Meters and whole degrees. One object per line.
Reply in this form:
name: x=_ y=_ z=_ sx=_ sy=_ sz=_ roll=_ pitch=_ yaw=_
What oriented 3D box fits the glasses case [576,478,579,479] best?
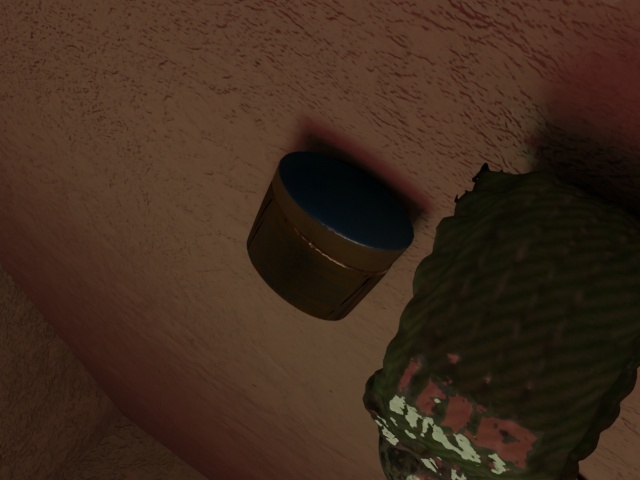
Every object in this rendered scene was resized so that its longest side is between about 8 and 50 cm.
glasses case: x=0.235 y=0.331 z=1.344 sx=0.128 sy=0.083 sz=0.308 roll=40 pitch=161 yaw=4

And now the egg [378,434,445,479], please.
egg: x=0.131 y=0.240 z=1.269 sx=0.132 sy=0.132 sz=0.172 roll=48 pitch=171 yaw=-20

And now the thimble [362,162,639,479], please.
thimble: x=0.137 y=0.065 z=0.747 sx=0.150 sy=0.219 sz=0.219 roll=29 pitch=158 yaw=20

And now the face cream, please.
face cream: x=0.000 y=0.000 z=1.083 sx=0.139 sy=0.067 sz=0.285 roll=39 pitch=161 yaw=2
